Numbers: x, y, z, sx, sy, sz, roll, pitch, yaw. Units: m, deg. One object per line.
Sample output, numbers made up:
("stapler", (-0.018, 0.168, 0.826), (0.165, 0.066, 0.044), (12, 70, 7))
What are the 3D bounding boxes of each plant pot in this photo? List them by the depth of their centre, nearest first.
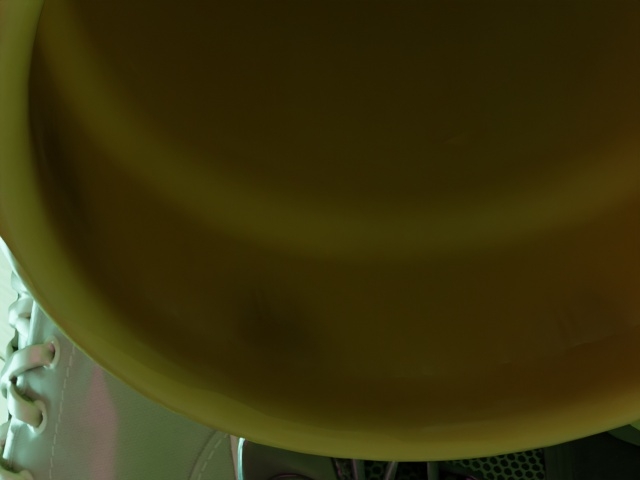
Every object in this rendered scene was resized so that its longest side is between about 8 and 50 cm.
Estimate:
("plant pot", (0.028, -0.111, 0.499), (0.239, 0.254, 0.254), (-104, 23, -43))

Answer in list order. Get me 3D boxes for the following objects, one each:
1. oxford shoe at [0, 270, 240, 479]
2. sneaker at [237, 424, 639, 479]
("oxford shoe", (-0.084, 0.054, 0.830), (0.169, 0.130, 0.449), (172, 90, -82))
("sneaker", (0.056, 0.096, 0.611), (0.227, 0.130, 0.087), (38, 133, 49))
